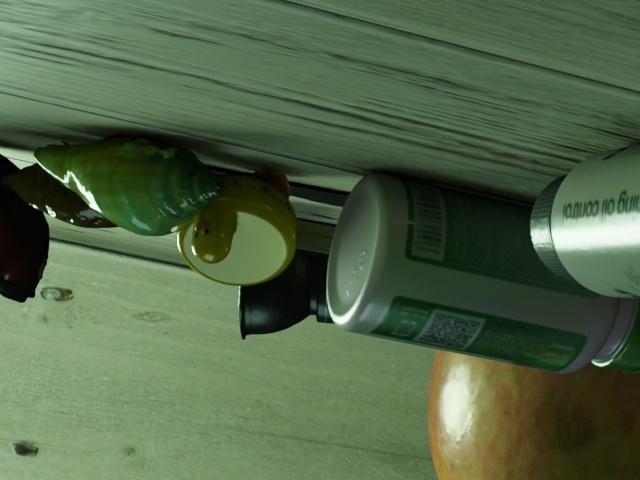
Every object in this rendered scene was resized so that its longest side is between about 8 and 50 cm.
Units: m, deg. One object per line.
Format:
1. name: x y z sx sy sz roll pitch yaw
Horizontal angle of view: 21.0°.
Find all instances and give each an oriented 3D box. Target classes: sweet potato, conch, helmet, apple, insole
1. sweet potato: -0.173 -0.047 1.564 0.269 0.074 0.075 2 174 12
2. conch: -0.152 -0.050 1.449 0.095 0.079 0.201 8 -169 -39
3. helmet: -0.384 -0.009 1.781 0.216 0.193 0.189 25 177 -7
4. apple: 0.304 0.207 2.027 0.364 0.364 0.364 11 176 1
5. insole: 0.004 -0.041 1.630 0.322 0.007 0.109 11 174 -4

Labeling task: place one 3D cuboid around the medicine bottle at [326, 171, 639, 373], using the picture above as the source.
1. medicine bottle: 0.152 0.034 1.410 0.274 0.133 0.133 12 176 -16

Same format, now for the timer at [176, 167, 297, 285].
1. timer: -0.073 -0.002 1.486 0.107 0.109 0.107 3 134 3

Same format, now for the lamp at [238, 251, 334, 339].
1. lamp: 0.017 0.052 2.151 0.227 0.147 0.172 2 152 3

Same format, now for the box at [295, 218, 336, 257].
1. box: 0.000 0.000 2.002 0.083 0.035 0.079 11 176 5

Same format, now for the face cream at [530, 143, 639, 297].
1. face cream: 0.191 -0.012 0.976 0.092 0.092 0.311 12 176 -12
